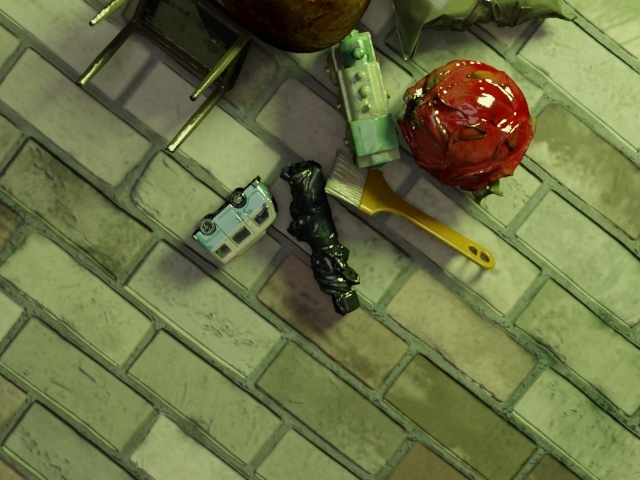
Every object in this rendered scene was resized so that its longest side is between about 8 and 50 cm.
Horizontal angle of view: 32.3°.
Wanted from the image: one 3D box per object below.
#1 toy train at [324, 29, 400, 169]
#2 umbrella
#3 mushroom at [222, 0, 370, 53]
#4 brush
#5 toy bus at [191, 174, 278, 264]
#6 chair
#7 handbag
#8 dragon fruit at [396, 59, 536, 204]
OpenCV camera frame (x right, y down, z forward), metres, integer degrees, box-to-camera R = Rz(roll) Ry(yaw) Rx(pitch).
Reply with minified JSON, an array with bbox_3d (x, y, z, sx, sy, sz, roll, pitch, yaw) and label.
[{"bbox_3d":[0.059,-0.192,1.495,0.080,0.125,0.194,-14,95,-2],"label":"toy train"},{"bbox_3d":[-0.002,0.000,1.541,0.071,0.080,0.224,-22,104,-9],"label":"umbrella"},{"bbox_3d":[-0.018,-0.343,1.396,0.231,0.138,0.194,-19,88,-32],"label":"mushroom"},{"bbox_3d":[0.131,-0.032,1.534,0.272,0.103,0.013,30,128,-10],"label":"brush"},{"bbox_3d":[-0.113,-0.027,1.544,0.123,0.060,0.075,-41,98,6],"label":"toy bus"},{"bbox_3d":[-0.173,-0.282,1.477,0.188,0.166,0.272,37,61,-2],"label":"chair"},{"bbox_3d":[0.210,-0.349,1.487,0.270,0.117,0.183,-10,105,-3],"label":"handbag"},{"bbox_3d":[0.198,-0.152,1.470,0.172,0.172,0.209,-42,133,4],"label":"dragon fruit"}]
